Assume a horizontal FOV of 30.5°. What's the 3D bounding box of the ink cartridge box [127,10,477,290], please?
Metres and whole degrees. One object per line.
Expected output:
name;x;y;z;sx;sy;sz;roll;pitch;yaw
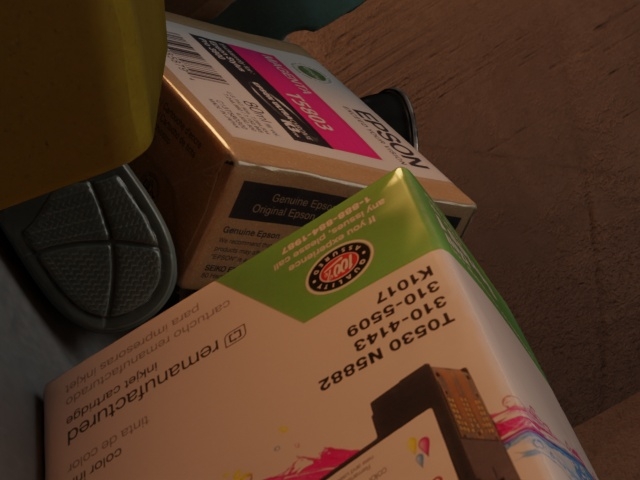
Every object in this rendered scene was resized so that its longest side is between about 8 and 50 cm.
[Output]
ink cartridge box;-0.046;-0.059;0.751;0.193;0.088;0.234;6;29;-40

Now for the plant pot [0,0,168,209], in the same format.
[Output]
plant pot;-0.155;-0.109;0.399;0.212;0.212;0.187;-102;172;-65

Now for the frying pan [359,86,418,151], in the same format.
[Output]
frying pan;0.007;-0.029;0.954;0.053;0.197;0.326;11;3;-17

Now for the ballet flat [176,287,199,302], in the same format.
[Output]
ballet flat;0.005;0.126;0.703;0.147;0.147;0.409;53;9;-33

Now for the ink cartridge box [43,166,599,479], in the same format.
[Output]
ink cartridge box;0.009;0.130;0.445;0.117;0.201;0.278;52;12;-36

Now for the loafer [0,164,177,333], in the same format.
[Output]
loafer;-0.163;-0.073;0.621;0.267;0.096;0.084;65;-12;-4

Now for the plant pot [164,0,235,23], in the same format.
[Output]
plant pot;-0.165;-0.360;0.897;0.305;0.334;0.334;42;16;-28

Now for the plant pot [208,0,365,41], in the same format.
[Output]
plant pot;-0.104;-0.388;1.276;0.341;0.341;0.334;-99;164;-68
